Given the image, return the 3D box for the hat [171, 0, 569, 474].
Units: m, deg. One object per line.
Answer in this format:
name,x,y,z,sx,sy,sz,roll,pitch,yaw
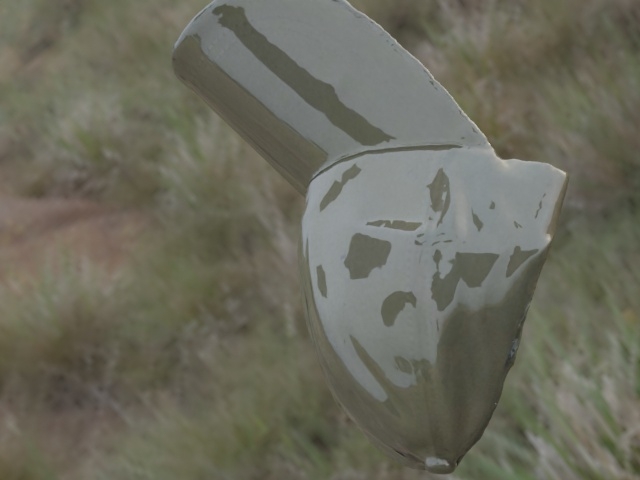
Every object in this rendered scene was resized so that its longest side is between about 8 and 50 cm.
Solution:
hat,0.000,0.000,0.757,0.166,0.173,0.144,107,-175,-64
